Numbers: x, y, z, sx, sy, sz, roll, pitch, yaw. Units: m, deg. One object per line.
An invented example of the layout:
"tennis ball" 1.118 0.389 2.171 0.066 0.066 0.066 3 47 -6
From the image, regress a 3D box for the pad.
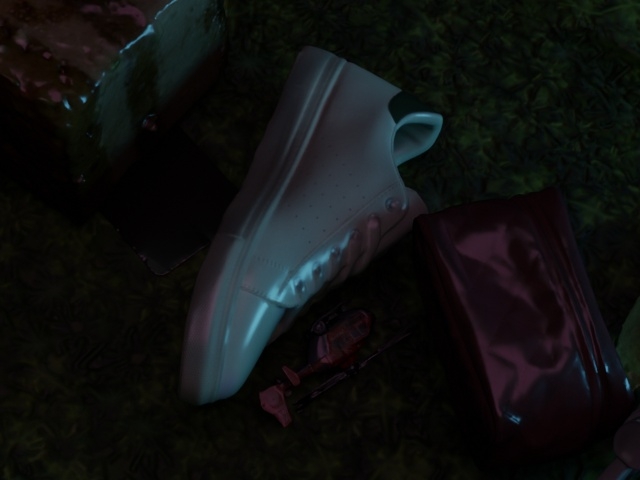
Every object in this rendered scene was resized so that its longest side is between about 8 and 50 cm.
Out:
"pad" -0.150 -0.051 1.279 0.112 0.003 0.157 -36 72 -20

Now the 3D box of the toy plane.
"toy plane" 0.005 0.099 1.199 0.145 0.037 0.060 -35 81 -23

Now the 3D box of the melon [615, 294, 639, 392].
"melon" 0.333 0.062 1.213 0.262 0.053 0.114 -38 46 -24

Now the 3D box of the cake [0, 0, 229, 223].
"cake" -0.194 -0.193 1.240 0.196 0.198 0.293 35 65 17

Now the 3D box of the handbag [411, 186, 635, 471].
"handbag" 0.163 0.071 1.163 0.135 0.146 0.225 -14 67 -9

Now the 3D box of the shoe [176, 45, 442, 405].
"shoe" 0.000 0.000 1.198 0.160 0.132 0.363 19 57 4

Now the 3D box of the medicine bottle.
"medicine bottle" 0.269 0.155 1.110 0.061 0.221 0.092 46 111 20
